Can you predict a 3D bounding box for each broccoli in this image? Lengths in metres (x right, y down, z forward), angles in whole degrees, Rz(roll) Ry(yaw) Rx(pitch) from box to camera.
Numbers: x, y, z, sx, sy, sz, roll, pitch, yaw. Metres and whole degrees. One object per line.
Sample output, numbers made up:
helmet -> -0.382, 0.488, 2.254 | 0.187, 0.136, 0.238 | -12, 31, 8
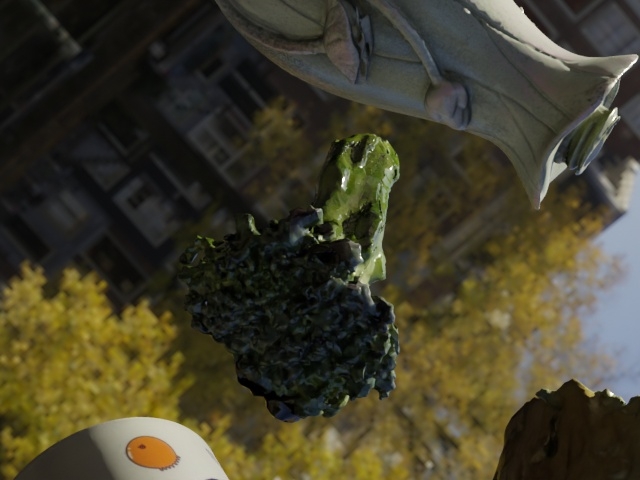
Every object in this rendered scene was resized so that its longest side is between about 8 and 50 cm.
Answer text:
broccoli -> 0.007, 0.000, 1.155 | 0.145, 0.165, 0.304 | -38, -165, 30

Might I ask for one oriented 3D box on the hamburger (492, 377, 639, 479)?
hamburger -> 0.113, 0.221, 0.687 | 0.308, 0.132, 0.211 | 85, 24, -49

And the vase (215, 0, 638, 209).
vase -> 0.106, -0.220, 1.586 | 0.250, 0.445, 0.250 | -53, 170, -14

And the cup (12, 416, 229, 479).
cup -> -0.116, 0.320, 1.191 | 0.212, 0.212, 0.317 | -41, -136, 1
